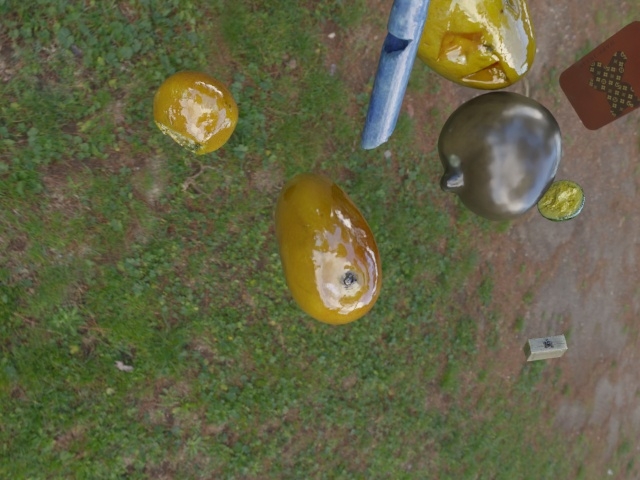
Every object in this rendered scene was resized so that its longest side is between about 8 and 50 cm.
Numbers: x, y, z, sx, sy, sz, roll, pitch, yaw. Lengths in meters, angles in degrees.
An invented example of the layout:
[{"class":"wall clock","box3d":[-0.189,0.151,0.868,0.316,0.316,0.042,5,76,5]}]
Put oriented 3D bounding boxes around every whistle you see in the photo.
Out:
[{"class":"whistle","box3d":[0.125,-0.283,0.851,0.062,0.062,0.304,-34,153,-31]}]

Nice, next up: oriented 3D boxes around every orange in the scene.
[{"class":"orange","box3d":[-0.227,-0.230,0.900,0.154,0.154,0.134,27,59,-41]}]

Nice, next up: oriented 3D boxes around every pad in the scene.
[{"class":"pad","box3d":[0.712,-0.390,1.203,0.004,0.267,0.181,-28,86,-18]}]

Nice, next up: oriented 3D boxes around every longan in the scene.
[{"class":"longan","box3d":[0.405,-0.190,1.141,0.300,0.243,0.300,0,80,0]}]

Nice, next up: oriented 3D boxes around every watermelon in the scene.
[{"class":"watermelon","box3d":[0.574,-0.088,1.165,0.062,0.105,0.106,24,82,-37]}]

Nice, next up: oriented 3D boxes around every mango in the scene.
[{"class":"mango","box3d":[0.002,-0.001,0.721,0.139,0.255,0.176,-14,149,-15]},{"class":"mango","box3d":[0.315,-0.464,1.041,0.365,0.253,0.182,32,57,-29]}]

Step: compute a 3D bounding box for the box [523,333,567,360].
[{"class":"box","box3d":[0.512,0.246,1.126,0.083,0.079,0.035,66,17,-60]}]
